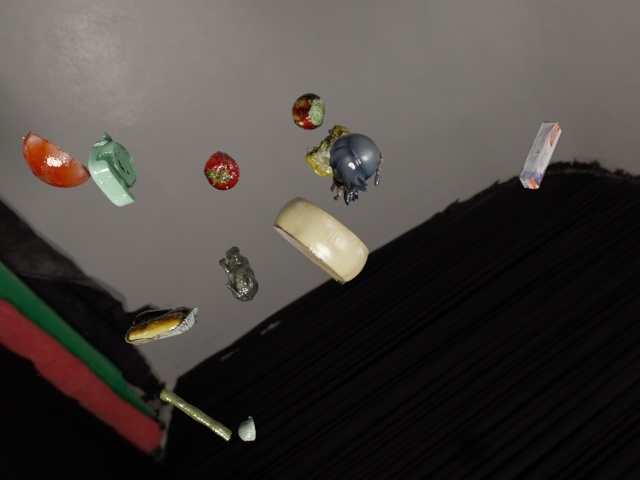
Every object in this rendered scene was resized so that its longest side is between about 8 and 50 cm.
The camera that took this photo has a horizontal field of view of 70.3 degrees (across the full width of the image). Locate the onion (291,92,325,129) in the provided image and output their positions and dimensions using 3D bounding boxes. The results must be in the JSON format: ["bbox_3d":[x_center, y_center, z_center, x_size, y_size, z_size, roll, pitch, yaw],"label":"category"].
[{"bbox_3d":[-0.044,-0.417,1.470,0.118,0.117,0.119,23,158,10],"label":"onion"}]

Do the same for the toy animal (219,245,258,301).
[{"bbox_3d":[-0.336,0.116,1.872,0.168,0.106,0.343,58,-179,-28],"label":"toy animal"}]

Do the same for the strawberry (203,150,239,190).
[{"bbox_3d":[-0.263,-0.190,1.227,0.106,0.106,0.106,56,174,9],"label":"strawberry"}]

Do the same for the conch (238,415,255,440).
[{"bbox_3d":[-0.267,0.688,1.646,0.076,0.056,0.086,13,110,56],"label":"conch"}]

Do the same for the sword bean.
[{"bbox_3d":[-0.400,0.558,1.462,0.269,0.038,0.043,34,133,-2],"label":"sword bean"}]

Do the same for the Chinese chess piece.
[{"bbox_3d":[0.000,0.000,1.221,0.270,0.112,0.270,37,174,5],"label":"Chinese chess piece"}]

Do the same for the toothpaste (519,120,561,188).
[{"bbox_3d":[0.594,-0.233,1.229,0.040,0.197,0.047,9,155,49],"label":"toothpaste"}]

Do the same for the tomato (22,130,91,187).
[{"bbox_3d":[-0.889,-0.248,1.498,0.227,0.112,0.199,27,162,0],"label":"tomato"}]

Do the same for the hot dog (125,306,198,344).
[{"bbox_3d":[-0.539,0.280,1.541,0.163,0.270,0.082,-61,-47,-67],"label":"hot dog"}]

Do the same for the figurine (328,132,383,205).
[{"bbox_3d":[0.104,-0.237,1.493,0.175,0.197,0.265,47,176,10],"label":"figurine"}]

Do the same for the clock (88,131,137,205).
[{"bbox_3d":[-0.545,-0.198,1.206,0.148,0.060,0.189,69,-176,-52],"label":"clock"}]

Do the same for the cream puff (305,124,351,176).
[{"bbox_3d":[0.057,-0.349,1.833,0.195,0.220,0.195,51,-170,-13],"label":"cream puff"}]
